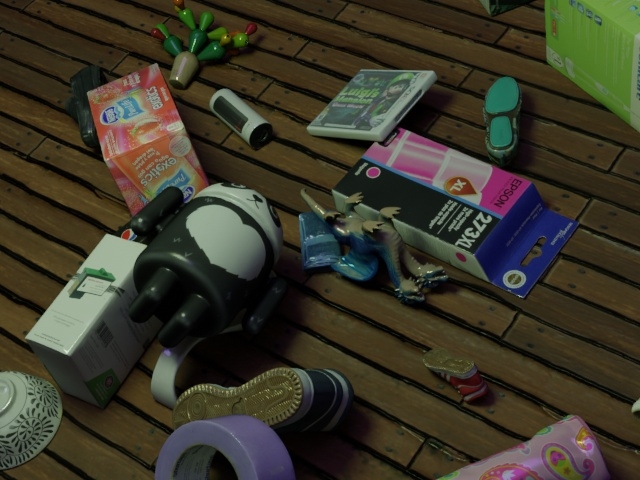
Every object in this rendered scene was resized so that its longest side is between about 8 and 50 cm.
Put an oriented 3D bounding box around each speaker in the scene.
[{"bbox_3d":[-0.145,-0.225,2.023,0.055,0.055,0.136,-36,53,-15],"label":"speaker"}]

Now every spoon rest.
[{"bbox_3d":[-0.170,0.134,1.721,0.137,0.084,0.276,21,60,27],"label":"spoon rest"}]

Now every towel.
[{"bbox_3d":[0.000,0.000,1.821,0.067,0.029,0.119,-9,50,6],"label":"towel"}]

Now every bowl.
[{"bbox_3d":[-0.494,0.261,1.700,0.170,0.080,0.170,-6,51,8],"label":"bowl"}]

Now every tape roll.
[{"bbox_3d":[-0.130,0.332,1.484,0.189,0.080,0.188,0,89,36],"label":"tape roll"}]

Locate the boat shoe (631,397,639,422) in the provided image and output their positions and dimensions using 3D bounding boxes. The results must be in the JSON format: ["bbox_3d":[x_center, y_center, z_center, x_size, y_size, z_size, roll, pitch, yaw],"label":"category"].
[{"bbox_3d":[0.469,0.225,1.479,0.096,0.098,0.277,1,53,14],"label":"boat shoe"}]

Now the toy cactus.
[{"bbox_3d":[-0.247,-0.383,2.157,0.219,0.112,0.180,15,66,14],"label":"toy cactus"}]

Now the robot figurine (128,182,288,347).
[{"bbox_3d":[-0.169,0.032,1.659,0.174,0.209,0.278,5,40,33],"label":"robot figurine"}]

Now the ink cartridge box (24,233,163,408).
[{"bbox_3d":[-0.336,0.124,1.720,0.093,0.160,0.219,17,57,25],"label":"ink cartridge box"}]

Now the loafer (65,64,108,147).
[{"bbox_3d":[-0.449,-0.252,2.110,0.078,0.076,0.223,-18,45,6],"label":"loafer"}]

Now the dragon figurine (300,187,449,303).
[{"bbox_3d":[0.067,0.009,1.749,0.289,0.144,0.085,18,43,36],"label":"dragon figurine"}]

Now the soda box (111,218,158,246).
[{"bbox_3d":[-0.296,-0.011,1.887,0.169,0.053,0.060,-40,52,-19],"label":"soda box"}]

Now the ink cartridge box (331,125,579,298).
[{"bbox_3d":[0.216,-0.055,1.795,0.371,0.069,0.175,28,62,28],"label":"ink cartridge box"}]

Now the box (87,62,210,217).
[{"bbox_3d":[-0.297,-0.167,1.903,0.142,0.154,0.300,-24,34,-4],"label":"box"}]

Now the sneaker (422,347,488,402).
[{"bbox_3d":[0.199,0.198,1.611,0.042,0.067,0.118,-42,24,-17],"label":"sneaker"}]

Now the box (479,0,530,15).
[{"bbox_3d":[0.431,-0.579,2.167,0.322,0.058,0.232,-22,50,-3],"label":"box"}]

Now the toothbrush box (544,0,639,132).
[{"bbox_3d":[0.512,-0.332,1.849,0.122,0.206,0.283,-30,50,-12],"label":"toothbrush box"}]

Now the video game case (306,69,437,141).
[{"bbox_3d":[0.090,-0.244,1.959,0.190,0.022,0.173,11,52,48],"label":"video game case"}]

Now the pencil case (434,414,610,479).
[{"bbox_3d":[0.234,0.330,1.440,0.284,0.124,0.124,-23,50,-3],"label":"pencil case"}]

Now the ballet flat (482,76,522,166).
[{"bbox_3d":[0.312,-0.199,1.884,0.070,0.070,0.188,2,48,16],"label":"ballet flat"}]

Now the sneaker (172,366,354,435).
[{"bbox_3d":[-0.079,0.247,1.603,0.282,0.153,0.099,-21,71,39],"label":"sneaker"}]
